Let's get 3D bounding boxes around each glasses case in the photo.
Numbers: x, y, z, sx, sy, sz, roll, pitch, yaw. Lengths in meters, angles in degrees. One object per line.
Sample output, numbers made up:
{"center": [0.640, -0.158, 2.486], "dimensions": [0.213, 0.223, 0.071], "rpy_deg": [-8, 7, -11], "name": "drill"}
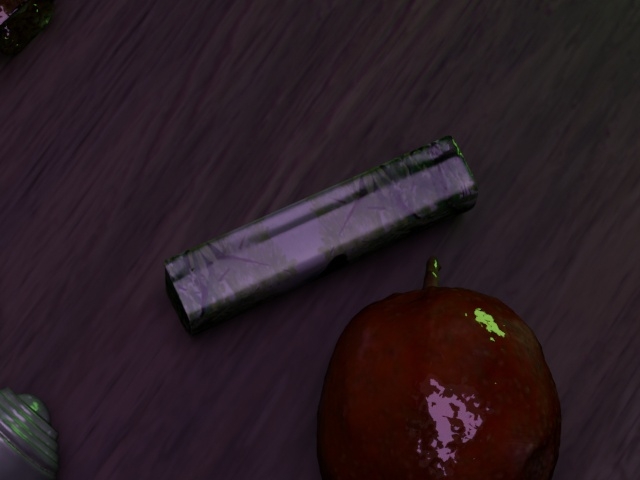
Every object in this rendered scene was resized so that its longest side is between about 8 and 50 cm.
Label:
{"center": [0.000, 0.000, 1.667], "dimensions": [0.272, 0.095, 0.062], "rpy_deg": [-24, 77, -9], "name": "glasses case"}

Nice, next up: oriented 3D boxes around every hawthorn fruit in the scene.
{"center": [0.092, 0.128, 1.585], "dimensions": [0.205, 0.205, 0.253], "rpy_deg": [-6, 66, -5], "name": "hawthorn fruit"}

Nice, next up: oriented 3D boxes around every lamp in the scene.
{"center": [-0.294, 0.204, 1.593], "dimensions": [0.106, 0.106, 0.193], "rpy_deg": [39, 85, 9], "name": "lamp"}

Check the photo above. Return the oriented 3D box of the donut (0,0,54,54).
{"center": [-0.252, -0.273, 1.743], "dimensions": [0.217, 0.085, 0.141], "rpy_deg": [-42, 79, -14], "name": "donut"}
